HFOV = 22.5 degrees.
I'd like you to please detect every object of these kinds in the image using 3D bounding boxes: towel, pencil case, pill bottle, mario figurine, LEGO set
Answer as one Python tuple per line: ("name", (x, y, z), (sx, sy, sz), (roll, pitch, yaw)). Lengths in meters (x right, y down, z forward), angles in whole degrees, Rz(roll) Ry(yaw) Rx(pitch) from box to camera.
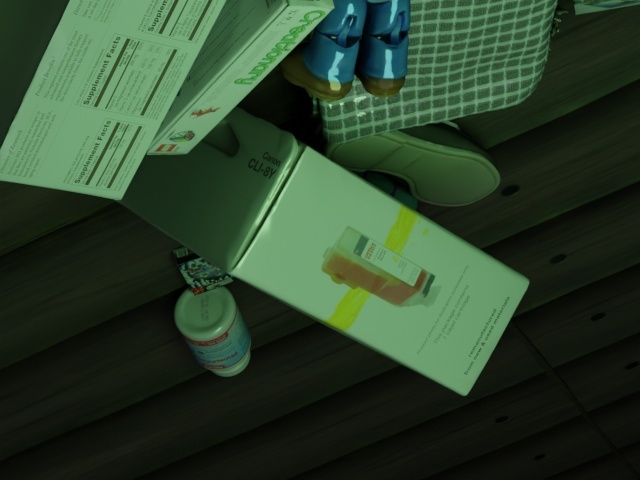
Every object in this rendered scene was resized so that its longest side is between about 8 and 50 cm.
("towel", (0.112, -0.228, 1.731), (0.283, 0.121, 0.235), (-12, 149, -8))
("pencil case", (0.052, -0.053, 2.050), (0.151, 0.064, 0.070), (5, 128, -33))
("pill bottle", (-0.145, 0.128, 2.230), (0.087, 0.087, 0.160), (-18, 150, 1))
("mario figurine", (0.047, -0.304, 1.522), (0.198, 0.170, 0.321), (-43, 153, -57))
("LEGO set", (0.260, -0.237, 1.851), (0.023, 0.083, 0.054), (23, 134, 9))

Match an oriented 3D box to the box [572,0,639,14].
("box", (0.383, -0.295, 1.725), (0.233, 0.044, 0.159), (-8, 176, 10))

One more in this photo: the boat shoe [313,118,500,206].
("boat shoe", (0.109, -0.123, 1.955), (0.112, 0.096, 0.335), (-31, 153, 29))

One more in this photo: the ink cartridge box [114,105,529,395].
("ink cartridge box", (0.000, 0.000, 1.815), (0.384, 0.279, 0.160), (30, 89, -38))

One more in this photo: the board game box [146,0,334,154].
("board game box", (-0.101, -0.228, 1.488), (0.053, 0.193, 0.305), (-2, 160, -32))

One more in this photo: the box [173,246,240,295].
("box", (-0.117, 0.023, 2.128), (0.137, 0.027, 0.094), (-18, 151, 2))

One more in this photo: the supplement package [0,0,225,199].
("supplement package", (-0.220, -0.207, 1.451), (0.145, 0.204, 0.262), (9, 124, -38))
